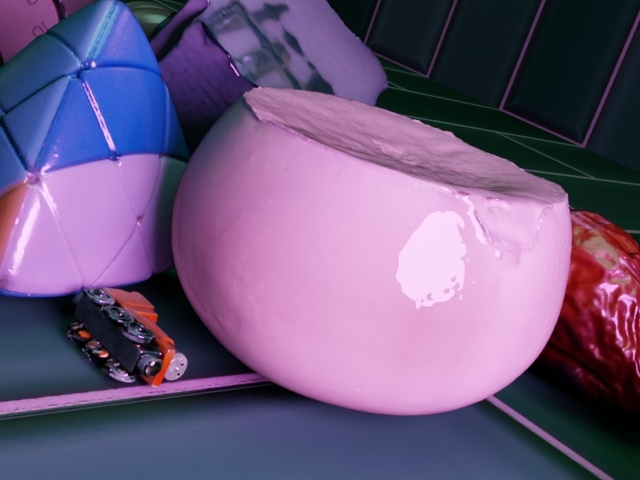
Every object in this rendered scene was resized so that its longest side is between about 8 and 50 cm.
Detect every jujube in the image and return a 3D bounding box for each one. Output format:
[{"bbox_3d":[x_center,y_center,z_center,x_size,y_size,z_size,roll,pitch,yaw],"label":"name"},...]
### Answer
[{"bbox_3d":[0.263,0.076,0.935,0.168,0.168,0.236,5,39,-40],"label":"jujube"}]

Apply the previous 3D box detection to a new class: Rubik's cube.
[{"bbox_3d":[-0.245,-0.043,0.767,0.254,0.254,0.254,18,17,-6],"label":"Rubik's cube"}]

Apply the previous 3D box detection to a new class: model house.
[{"bbox_3d":[-0.141,-0.161,1.179,0.252,0.329,0.295,51,34,-18],"label":"model house"}]

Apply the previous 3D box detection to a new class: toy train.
[{"bbox_3d":[-0.137,0.069,0.698,0.064,0.044,0.103,17,13,-48],"label":"toy train"}]

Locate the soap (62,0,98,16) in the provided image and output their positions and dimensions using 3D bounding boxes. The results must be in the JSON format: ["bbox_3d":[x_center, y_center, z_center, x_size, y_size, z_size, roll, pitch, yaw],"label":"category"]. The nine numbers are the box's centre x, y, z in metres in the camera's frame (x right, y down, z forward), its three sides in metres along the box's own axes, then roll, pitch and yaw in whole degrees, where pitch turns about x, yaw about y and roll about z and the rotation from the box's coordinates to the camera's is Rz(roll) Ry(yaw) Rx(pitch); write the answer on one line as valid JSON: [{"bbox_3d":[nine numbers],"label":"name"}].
[{"bbox_3d":[-0.398,-0.303,1.375,0.302,0.159,0.258,5,18,-34],"label":"soap"}]

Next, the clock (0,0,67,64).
[{"bbox_3d":[-0.361,-0.202,1.001,0.215,0.215,0.042,1,30,-47],"label":"clock"}]

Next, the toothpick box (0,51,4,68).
[{"bbox_3d":[-0.370,-0.132,0.805,0.111,0.111,0.180,30,58,30],"label":"toothpick box"}]

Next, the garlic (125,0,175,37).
[{"bbox_3d":[-0.268,-0.288,1.477,0.191,0.160,0.214,18,19,-24],"label":"garlic"}]

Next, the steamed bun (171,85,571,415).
[{"bbox_3d":[0.036,0.013,0.775,0.324,0.206,0.324,16,15,-4],"label":"steamed bun"}]
